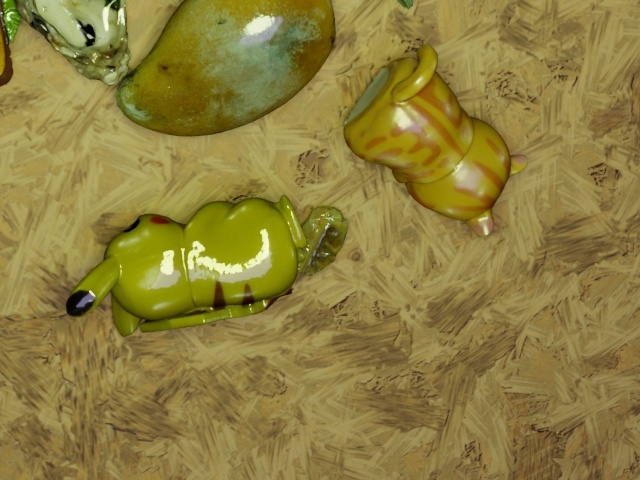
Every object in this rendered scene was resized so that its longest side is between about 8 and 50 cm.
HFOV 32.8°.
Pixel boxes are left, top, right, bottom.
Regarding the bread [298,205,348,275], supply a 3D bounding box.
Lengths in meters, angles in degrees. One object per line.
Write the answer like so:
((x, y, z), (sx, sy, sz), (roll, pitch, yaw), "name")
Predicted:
((0.000, 0.000, 1.619), (0.066, 0.060, 0.110), (28, 103, 8), "bread")

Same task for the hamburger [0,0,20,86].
((-0.450, -0.272, 1.380), (0.137, 0.087, 0.166), (-6, 114, -12), "hamburger")

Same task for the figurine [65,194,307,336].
((-0.181, 0.041, 1.538), (0.326, 0.218, 0.169), (-8, 73, -3), "figurine")

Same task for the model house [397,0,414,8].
((0.125, -0.374, 1.492), (0.083, 0.066, 0.079), (-39, 117, 2), "model house")

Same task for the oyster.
((-0.307, -0.354, 1.394), (0.166, 0.094, 0.294), (4, 102, -35), "oyster")

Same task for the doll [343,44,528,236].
((0.158, -0.141, 1.548), (0.269, 0.162, 0.167), (38, 84, -34), "doll")

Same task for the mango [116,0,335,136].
((-0.123, -0.243, 1.442), (0.316, 0.146, 0.193), (-33, 118, 6), "mango")
